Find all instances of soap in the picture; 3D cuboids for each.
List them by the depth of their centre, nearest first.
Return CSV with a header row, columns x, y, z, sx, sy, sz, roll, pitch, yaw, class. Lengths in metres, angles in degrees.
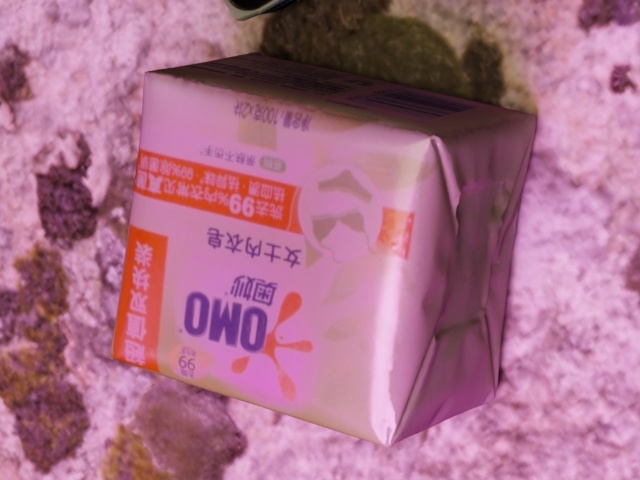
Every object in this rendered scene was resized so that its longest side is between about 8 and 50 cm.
x,y,z,sx,sy,sz,roll,pitch,yaw,class
0.000,0.000,0.999,0.199,0.138,0.182,14,106,26,soap

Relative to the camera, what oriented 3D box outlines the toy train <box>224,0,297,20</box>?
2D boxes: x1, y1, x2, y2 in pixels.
x,y,z,sx,sy,sz,roll,pitch,yaw,class
0.026,-0.187,1.007,0.207,0.047,0.043,-26,84,30,toy train
